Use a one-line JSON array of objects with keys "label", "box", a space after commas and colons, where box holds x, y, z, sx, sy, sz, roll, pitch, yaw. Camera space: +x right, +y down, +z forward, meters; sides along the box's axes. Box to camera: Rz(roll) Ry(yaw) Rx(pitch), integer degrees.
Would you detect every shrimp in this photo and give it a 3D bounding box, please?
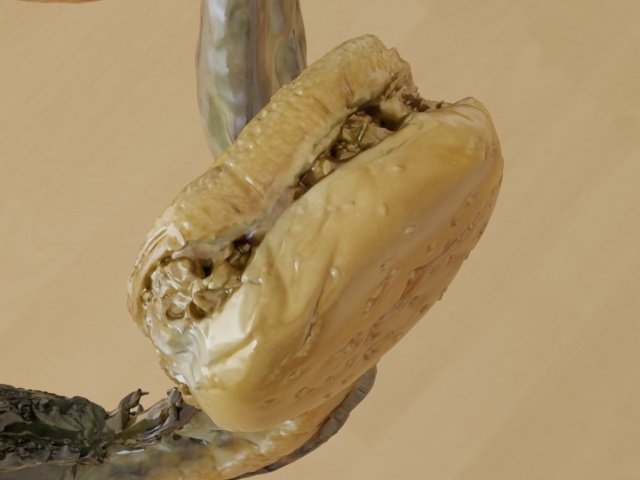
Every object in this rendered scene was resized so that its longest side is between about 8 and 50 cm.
[{"label": "shrimp", "box": [-0.102, 0.080, 0.915, 0.290, 0.222, 0.054, 11, 61, -41]}]

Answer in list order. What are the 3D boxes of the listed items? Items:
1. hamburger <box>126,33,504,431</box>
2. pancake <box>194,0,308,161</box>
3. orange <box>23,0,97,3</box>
[{"label": "hamburger", "box": [0.000, 0.000, 0.690, 0.147, 0.138, 0.083, -43, 79, -11]}, {"label": "pancake", "box": [-0.036, -0.162, 0.944, 0.049, 0.294, 0.294, -4, 90, 2]}, {"label": "orange", "box": [-0.236, -0.325, 1.680, 0.261, 0.261, 0.261, 0, 89, -17]}]
